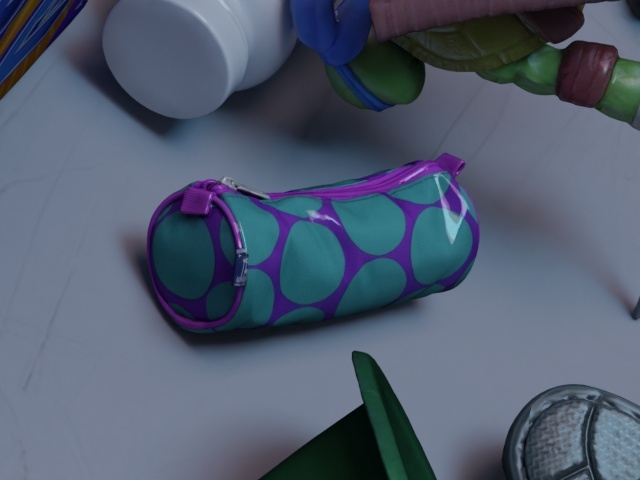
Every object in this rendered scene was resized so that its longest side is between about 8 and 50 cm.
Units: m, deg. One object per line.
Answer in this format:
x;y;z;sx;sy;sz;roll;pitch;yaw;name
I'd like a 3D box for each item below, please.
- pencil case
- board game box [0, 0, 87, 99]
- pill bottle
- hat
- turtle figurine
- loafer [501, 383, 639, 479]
0.000;0.000;0.894;0.151;0.070;0.064;-8;25;-41;pencil case
-0.230;-0.213;0.689;0.356;0.356;0.356;37;43;-4;board game box
-0.038;-0.127;0.954;0.087;0.087;0.160;38;44;-4;pill bottle
-0.034;0.151;0.780;0.173;0.183;0.208;-110;175;-46;hat
0.140;-0.149;0.951;0.274;0.266;0.198;29;35;-36;turtle figurine
0.182;0.174;0.895;0.267;0.084;0.096;41;74;5;loafer
